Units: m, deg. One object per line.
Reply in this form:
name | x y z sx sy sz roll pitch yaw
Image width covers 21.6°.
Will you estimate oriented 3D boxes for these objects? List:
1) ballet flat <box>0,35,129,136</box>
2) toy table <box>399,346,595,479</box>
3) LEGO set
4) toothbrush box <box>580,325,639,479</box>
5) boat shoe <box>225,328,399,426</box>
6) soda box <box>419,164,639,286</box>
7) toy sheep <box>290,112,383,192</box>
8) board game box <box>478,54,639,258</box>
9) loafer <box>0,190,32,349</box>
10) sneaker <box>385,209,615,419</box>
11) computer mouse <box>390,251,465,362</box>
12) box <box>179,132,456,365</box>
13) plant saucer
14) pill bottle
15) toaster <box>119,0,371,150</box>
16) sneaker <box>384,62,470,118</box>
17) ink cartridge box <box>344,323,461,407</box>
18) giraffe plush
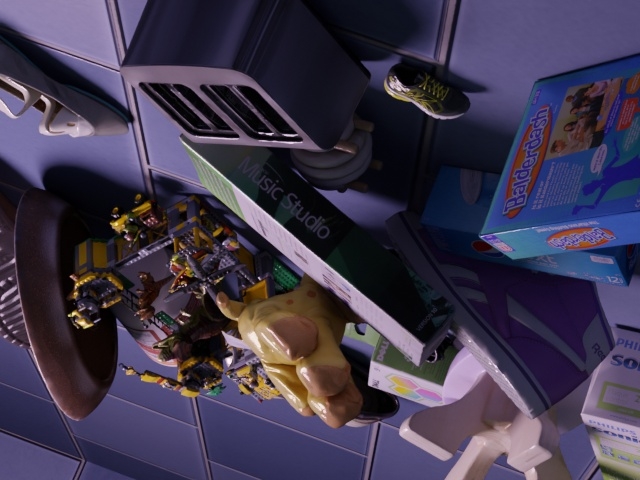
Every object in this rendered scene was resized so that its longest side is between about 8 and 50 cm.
ballet flat | -0.310 -0.154 1.856 0.213 0.068 0.072 33 157 -29
toy table | 0.230 0.228 2.051 0.252 0.161 0.274 24 145 -1
LEGO set | -0.153 0.111 2.085 0.255 0.192 0.331 -22 136 14
toothbrush box | 0.439 0.228 1.991 0.206 0.122 0.283 13 157 21
boat shoe | -0.006 0.191 2.392 0.285 0.103 0.092 30 154 -31
soda box | 0.211 -0.016 1.668 0.210 0.071 0.067 11 157 27
toy sheep | 0.013 -0.090 1.663 0.091 0.091 0.132 14 142 22
board game box | 0.235 -0.072 1.372 0.047 0.160 0.210 32 158 -28
loafer | -0.427 0.012 2.314 0.133 0.130 0.366 -21 136 4
sneaker | 0.201 0.044 1.802 0.282 0.161 0.102 49 176 24
computer mouse | 0.117 0.100 2.079 0.184 0.060 0.262 25 160 -5
box | 0.000 0.000 1.743 0.322 0.058 0.232 39 174 7
plant saucer | -0.323 0.078 2.190 0.050 0.311 0.310 -11 153 8
pill bottle | -0.221 0.080 2.290 0.121 0.121 0.216 15 158 19
toaster | -0.071 -0.163 1.524 0.168 0.110 0.185 5 154 37
sneaker | 0.097 -0.137 1.534 0.083 0.031 0.035 19 159 9
ink cartridge box | 0.120 0.169 2.249 0.209 0.062 0.109 20 160 7
giraffe plush | 0.004 0.087 1.922 0.210 0.170 0.181 30 154 46
